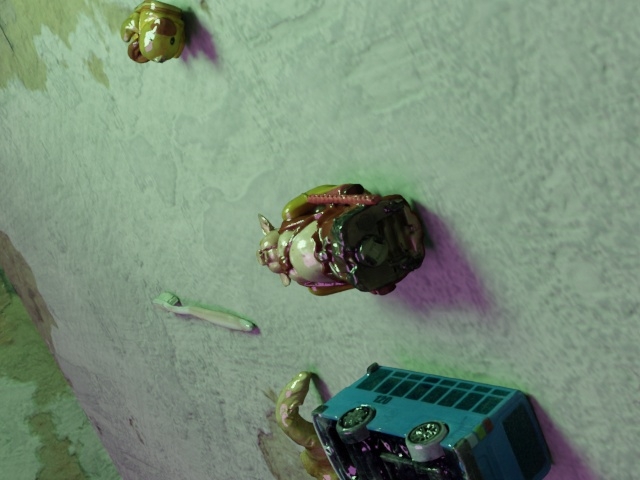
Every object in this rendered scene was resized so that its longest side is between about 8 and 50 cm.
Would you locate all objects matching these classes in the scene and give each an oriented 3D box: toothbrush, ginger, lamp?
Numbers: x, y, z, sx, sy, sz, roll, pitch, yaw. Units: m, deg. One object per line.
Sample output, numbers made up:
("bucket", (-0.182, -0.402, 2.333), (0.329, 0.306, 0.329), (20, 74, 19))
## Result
("toothbrush", (-0.183, 0.110, 1.606), (0.307, 0.029, 0.025), (7, 136, 54))
("ginger", (-0.008, 0.296, 1.466), (0.089, 0.075, 0.288), (32, 148, 49))
("lamp", (0.000, 0.000, 1.078), (0.253, 0.118, 0.118), (5, 123, 56))

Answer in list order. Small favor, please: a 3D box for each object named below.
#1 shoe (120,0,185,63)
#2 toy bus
("shoe", (-0.189, -0.236, 1.192), (0.109, 0.072, 0.069), (18, 96, 45))
("toy bus", (0.111, 0.210, 1.089), (0.234, 0.133, 0.116), (2, 122, 53))
